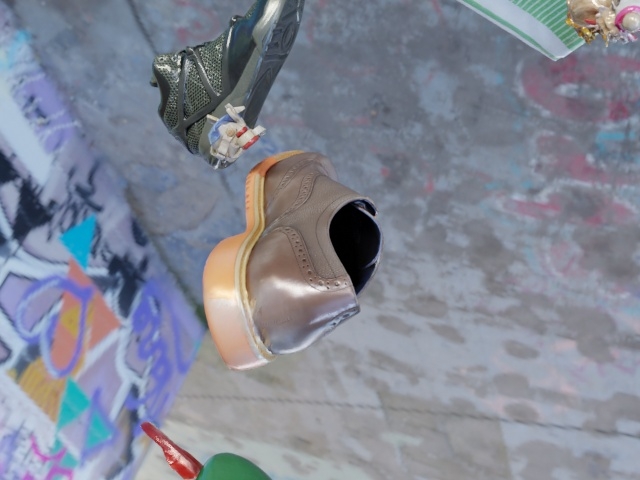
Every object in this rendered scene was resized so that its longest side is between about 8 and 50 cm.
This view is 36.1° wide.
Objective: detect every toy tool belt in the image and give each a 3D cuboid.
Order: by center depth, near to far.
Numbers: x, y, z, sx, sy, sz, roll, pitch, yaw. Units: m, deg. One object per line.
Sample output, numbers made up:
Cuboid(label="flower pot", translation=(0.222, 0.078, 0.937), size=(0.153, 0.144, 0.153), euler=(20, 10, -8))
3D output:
Cuboid(label="toy tool belt", translation=(-0.087, -0.105, 0.935), size=(0.051, 0.052, 0.083), euler=(49, 168, -7))

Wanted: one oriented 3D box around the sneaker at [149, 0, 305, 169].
Cuboid(label="sneaker", translation=(-0.107, -0.203, 1.057), size=(0.130, 0.087, 0.228), euler=(32, 108, 11))

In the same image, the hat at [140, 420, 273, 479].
Cuboid(label="hat", translation=(-0.100, 0.273, 1.176), size=(0.208, 0.184, 0.173), euler=(24, 124, -18))

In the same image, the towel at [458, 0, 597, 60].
Cuboid(label="towel", translation=(0.286, -0.336, 1.120), size=(0.247, 0.038, 0.325), euler=(26, 153, -18))

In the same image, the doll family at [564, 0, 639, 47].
Cuboid(label="doll family", translation=(0.257, -0.225, 0.736), size=(0.163, 0.263, 0.118), euler=(-21, 136, 39))

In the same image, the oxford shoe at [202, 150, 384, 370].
Cuboid(label="oxford shoe", translation=(0.000, 0.000, 0.909), size=(0.132, 0.364, 0.130), euler=(-14, 113, 13))
